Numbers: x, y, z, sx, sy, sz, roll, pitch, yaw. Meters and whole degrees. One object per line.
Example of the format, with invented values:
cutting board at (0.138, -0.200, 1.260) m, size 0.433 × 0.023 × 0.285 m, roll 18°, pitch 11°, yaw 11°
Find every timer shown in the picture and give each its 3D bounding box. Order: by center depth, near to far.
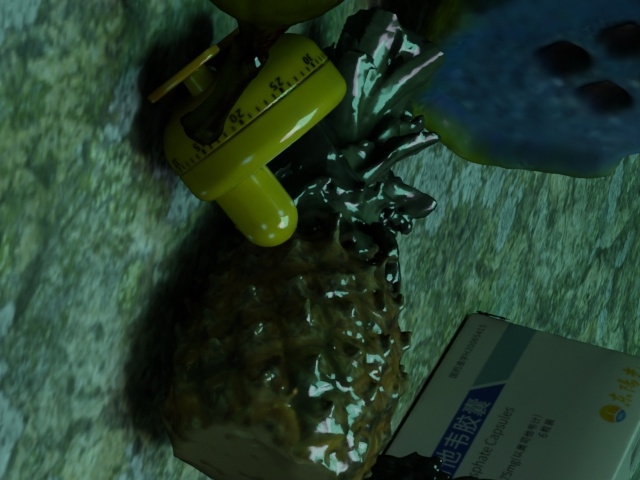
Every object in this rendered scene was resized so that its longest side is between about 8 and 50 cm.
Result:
timer at (-0.031, -0.058, 0.998) m, size 0.107 × 0.109 × 0.107 m, roll -38°, pitch -174°, yaw 4°

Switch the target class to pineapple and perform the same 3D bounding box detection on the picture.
pineapple at (0.000, 0.000, 1.116) m, size 0.170 × 0.141 × 0.310 m, roll 44°, pitch 52°, yaw -41°

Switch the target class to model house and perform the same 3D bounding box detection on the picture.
model house at (0.193, -0.185, 1.304) m, size 0.215 × 0.303 × 0.237 m, roll 42°, pitch 54°, yaw -32°

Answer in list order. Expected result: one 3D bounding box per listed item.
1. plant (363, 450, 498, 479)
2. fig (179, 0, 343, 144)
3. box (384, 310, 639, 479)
plant at (0.049, 0.221, 1.321) m, size 0.132 × 0.194 × 0.129 m, roll -23°, pitch 122°, yaw -68°
fig at (-0.029, -0.158, 0.856) m, size 0.170 × 0.145 × 0.274 m, roll -8°, pitch 130°, yaw -24°
box at (0.162, 0.206, 1.621) m, size 0.343 × 0.200 × 0.065 m, roll -53°, pitch 150°, yaw -46°
